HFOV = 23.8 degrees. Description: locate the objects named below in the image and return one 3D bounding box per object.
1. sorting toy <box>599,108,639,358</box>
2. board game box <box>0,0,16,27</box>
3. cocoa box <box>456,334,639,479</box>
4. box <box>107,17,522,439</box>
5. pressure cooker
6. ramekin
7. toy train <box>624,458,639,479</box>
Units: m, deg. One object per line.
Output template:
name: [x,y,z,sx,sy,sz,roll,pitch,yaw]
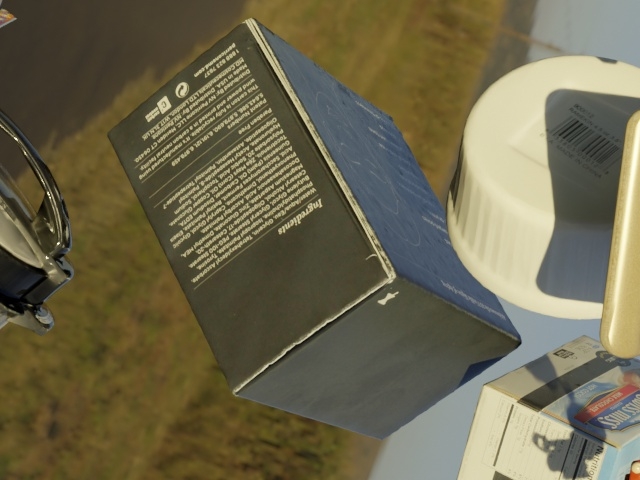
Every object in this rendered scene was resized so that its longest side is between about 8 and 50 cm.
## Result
sorting toy: [0.329,-0.056,1.323,0.229,0.041,0.307,-3,102,-53]
board game box: [-0.428,-0.277,1.737,0.168,0.133,0.033,-59,167,-67]
cocoa box: [0.390,0.318,2.263,0.347,0.228,0.231,-15,123,-54]
box: [0.000,0.000,2.261,0.297,0.471,0.480,-38,151,14]
pressure cooker: [-0.537,-0.004,1.930,0.420,0.375,0.370,-40,141,6]
ramekin: [0.271,-0.066,1.592,0.135,0.277,0.277,85,21,-52]
toy train: [0.352,0.321,1.639,0.046,0.125,0.166,-17,-133,37]
